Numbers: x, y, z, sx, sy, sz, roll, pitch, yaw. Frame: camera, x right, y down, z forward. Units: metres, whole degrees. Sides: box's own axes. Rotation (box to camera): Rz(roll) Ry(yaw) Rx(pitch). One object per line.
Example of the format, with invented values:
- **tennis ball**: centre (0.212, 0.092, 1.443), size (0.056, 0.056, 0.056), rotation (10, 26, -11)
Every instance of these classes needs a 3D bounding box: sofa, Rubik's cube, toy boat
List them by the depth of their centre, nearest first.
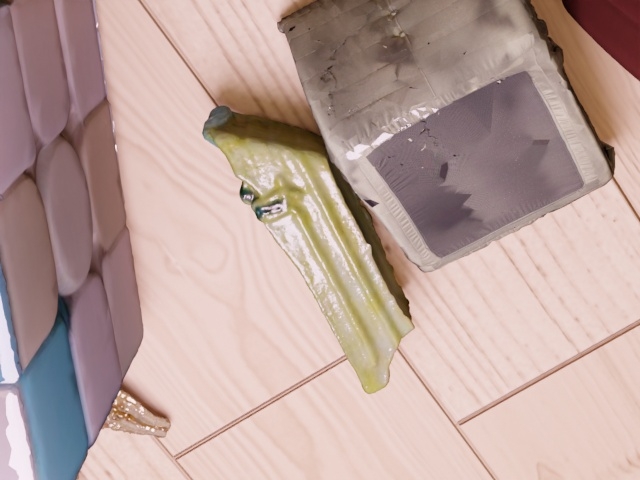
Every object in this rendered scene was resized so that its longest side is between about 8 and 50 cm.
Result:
- **Rubik's cube**: centre (-0.344, -0.005, 0.957), size (0.344, 0.346, 0.347), rotation (-3, 106, 5)
- **sofa**: centre (0.107, -0.113, 1.068), size (0.210, 0.176, 0.225), rotation (-30, 139, 13)
- **toy boat**: centre (0.005, -0.004, 1.098), size (0.084, 0.111, 0.276), rotation (-29, 107, 7)

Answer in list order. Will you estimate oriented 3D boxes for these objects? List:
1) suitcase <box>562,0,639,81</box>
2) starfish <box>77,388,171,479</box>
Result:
- **suitcase**: centre (0.277, -0.225, 0.897), size (0.161, 0.297, 0.236), rotation (-3, 114, -6)
- **starfish**: centre (-0.264, 0.163, 1.208), size (0.295, 0.048, 0.231), rotation (-33, 109, 13)
